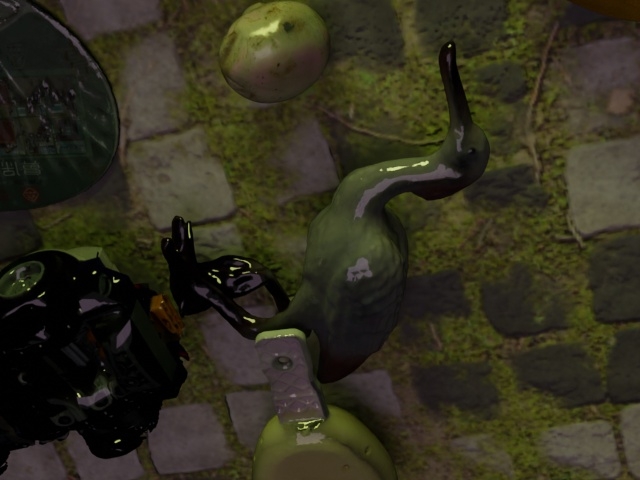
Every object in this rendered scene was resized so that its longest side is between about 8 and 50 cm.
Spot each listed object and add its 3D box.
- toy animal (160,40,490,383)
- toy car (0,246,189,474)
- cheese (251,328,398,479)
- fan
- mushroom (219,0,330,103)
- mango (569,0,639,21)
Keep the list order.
[{"bbox_3d":[0.024,0.009,0.985,0.324,0.090,0.195,-30,118,27],"label":"toy animal"},{"bbox_3d":[-0.255,0.104,1.069,0.301,0.118,0.193,-17,125,16],"label":"toy car"},{"bbox_3d":[-0.007,0.160,1.069,0.127,0.050,0.255,-5,135,8],"label":"cheese"},{"bbox_3d":[-0.252,-0.137,0.987,0.223,0.012,0.294,24,121,-6],"label":"fan"},{"bbox_3d":[-0.034,-0.139,0.926,0.083,0.067,0.084,-16,147,-11],"label":"mushroom"},{"bbox_3d":[0.181,-0.207,0.854,0.190,0.075,0.098,30,125,-17],"label":"mango"}]
